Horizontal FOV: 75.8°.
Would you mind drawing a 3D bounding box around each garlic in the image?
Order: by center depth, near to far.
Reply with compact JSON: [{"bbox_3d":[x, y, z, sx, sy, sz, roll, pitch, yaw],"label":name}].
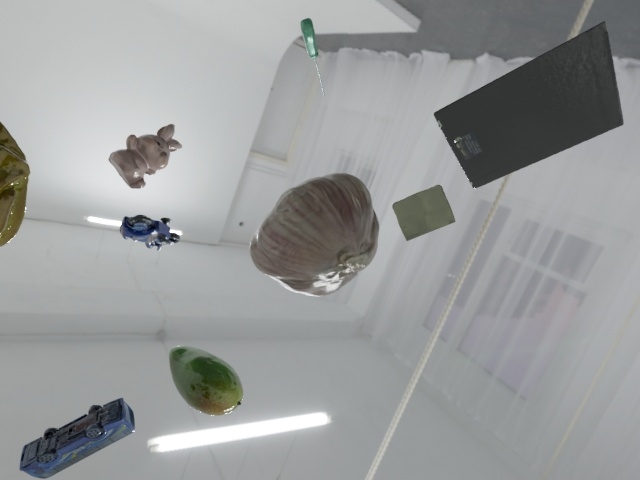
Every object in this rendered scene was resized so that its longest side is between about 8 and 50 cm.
[{"bbox_3d":[0.000,0.000,0.977,0.318,0.317,0.259,8,-162,-44],"label":"garlic"}]

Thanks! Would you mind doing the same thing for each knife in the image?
[{"bbox_3d":[-0.018,-0.527,1.191,0.035,0.063,0.260,-17,156,3],"label":"knife"}]

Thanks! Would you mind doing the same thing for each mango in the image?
[{"bbox_3d":[-0.467,0.537,1.618,0.382,0.201,0.225,29,-176,30],"label":"mango"}]

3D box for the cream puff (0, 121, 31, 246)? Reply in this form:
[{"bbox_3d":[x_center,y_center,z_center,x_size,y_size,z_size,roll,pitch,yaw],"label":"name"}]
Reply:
[{"bbox_3d":[-0.686,-0.111,0.746,0.270,0.323,0.274,21,-163,-35],"label":"cream puff"}]

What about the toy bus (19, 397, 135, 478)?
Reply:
[{"bbox_3d":[-0.567,0.470,0.973,0.237,0.094,0.079,-26,-148,-11],"label":"toy bus"}]

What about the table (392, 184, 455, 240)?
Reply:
[{"bbox_3d":[0.162,-0.045,0.650,0.079,0.062,0.083,-22,180,15],"label":"table"}]

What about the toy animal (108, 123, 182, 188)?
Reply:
[{"bbox_3d":[-0.443,-0.237,1.084,0.124,0.212,0.124,33,152,20],"label":"toy animal"}]

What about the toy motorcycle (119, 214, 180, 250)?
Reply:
[{"bbox_3d":[-0.473,-0.023,1.124,0.114,0.076,0.205,-9,162,8],"label":"toy motorcycle"}]

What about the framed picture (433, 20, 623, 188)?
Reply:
[{"bbox_3d":[0.455,-0.267,0.899,0.255,0.339,0.014,45,-147,-36],"label":"framed picture"}]
